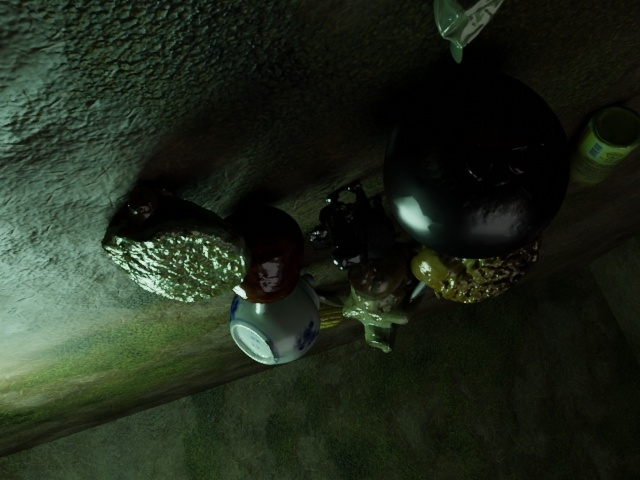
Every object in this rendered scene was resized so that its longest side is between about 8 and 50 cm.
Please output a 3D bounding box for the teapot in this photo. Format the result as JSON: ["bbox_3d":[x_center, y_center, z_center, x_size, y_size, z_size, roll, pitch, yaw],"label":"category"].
[{"bbox_3d":[-0.104,0.187,1.647,0.280,0.252,0.424,-48,153,-34],"label":"teapot"}]

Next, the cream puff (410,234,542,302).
[{"bbox_3d":[0.418,0.036,1.560,0.343,0.231,0.327,-31,165,-22],"label":"cream puff"}]

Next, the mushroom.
[{"bbox_3d":[0.212,0.201,2.007,0.292,0.217,0.212,-53,175,-29],"label":"mushroom"}]

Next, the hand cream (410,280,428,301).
[{"bbox_3d":[0.373,0.049,1.815,0.124,0.077,0.341,-24,145,-51],"label":"hand cream"}]

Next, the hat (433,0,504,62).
[{"bbox_3d":[0.193,-0.311,0.780,0.122,0.081,0.166,-61,175,1],"label":"hat"}]

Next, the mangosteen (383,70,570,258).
[{"bbox_3d":[0.256,-0.121,1.025,0.306,0.307,0.347,-21,179,3],"label":"mangosteen"}]

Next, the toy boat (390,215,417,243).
[{"bbox_3d":[0.236,-0.052,1.555,0.110,0.091,0.175,6,160,9],"label":"toy boat"}]

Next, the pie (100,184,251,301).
[{"bbox_3d":[-0.254,0.025,1.079,0.257,0.105,0.274,27,141,-22],"label":"pie"}]

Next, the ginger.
[{"bbox_3d":[0.181,0.102,1.801,0.256,0.176,0.375,-42,157,7],"label":"ginger"}]

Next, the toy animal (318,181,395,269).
[{"bbox_3d":[0.070,-0.031,1.261,0.106,0.168,0.343,-24,177,18],"label":"toy animal"}]

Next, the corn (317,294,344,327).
[{"bbox_3d":[-0.035,0.243,2.061,0.123,0.122,0.305,-1,174,37],"label":"corn"}]

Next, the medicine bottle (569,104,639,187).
[{"bbox_3d":[0.679,-0.222,1.459,0.124,0.124,0.239,-19,163,-3],"label":"medicine bottle"}]

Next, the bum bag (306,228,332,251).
[{"bbox_3d":[0.000,-0.001,1.499,0.057,0.034,0.124,-12,162,3],"label":"bum bag"}]

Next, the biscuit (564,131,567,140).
[{"bbox_3d":[0.441,-0.178,1.453,0.317,0.040,0.318,-19,164,-6],"label":"biscuit"}]

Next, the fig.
[{"bbox_3d":[-0.156,0.012,1.207,0.249,0.186,0.204,17,144,14],"label":"fig"}]
